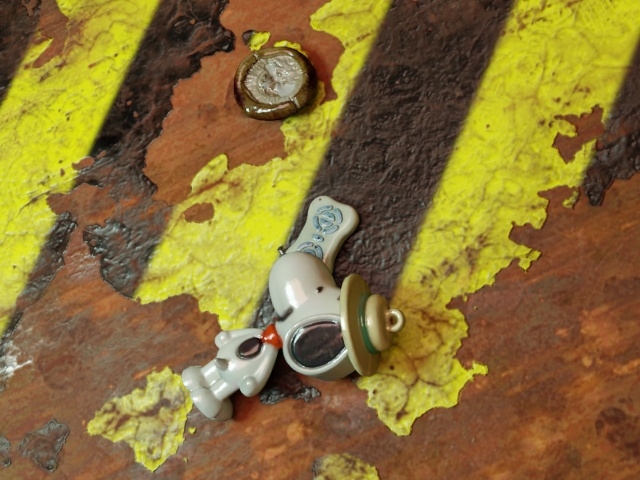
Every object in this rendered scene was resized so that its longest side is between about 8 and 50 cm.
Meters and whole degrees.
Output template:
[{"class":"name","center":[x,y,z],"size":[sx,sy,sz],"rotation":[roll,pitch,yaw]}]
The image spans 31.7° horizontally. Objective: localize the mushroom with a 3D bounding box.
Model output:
[{"class":"mushroom","center":[-0.065,-0.223,1.622],"size":[0.123,0.052,0.123],"rotation":[-2,72,7]}]

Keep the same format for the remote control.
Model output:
[{"class":"remote control","center":[0.000,0.000,1.549],"size":[0.074,0.032,0.122],"rotation":[24,81,21]}]

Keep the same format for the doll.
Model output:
[{"class":"doll","center":[-0.036,0.148,1.473],"size":[0.208,0.144,0.271],"rotation":[39,94,28]}]
